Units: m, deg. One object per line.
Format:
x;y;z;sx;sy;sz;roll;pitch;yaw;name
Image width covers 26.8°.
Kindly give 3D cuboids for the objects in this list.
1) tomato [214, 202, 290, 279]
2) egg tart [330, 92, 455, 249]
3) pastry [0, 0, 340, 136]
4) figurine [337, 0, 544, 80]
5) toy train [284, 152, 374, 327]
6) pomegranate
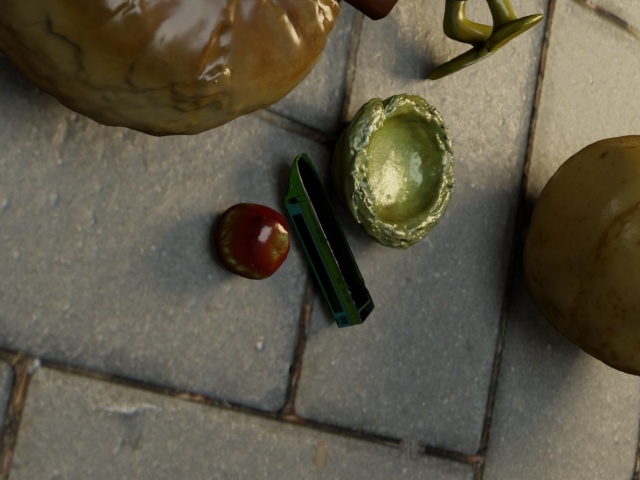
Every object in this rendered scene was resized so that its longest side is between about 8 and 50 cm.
-0.072;0.001;1.472;0.087;0.075;0.087;-2;94;-41;tomato
0.083;-0.082;1.603;0.197;0.078;0.197;0;91;-42;egg tart
-0.157;-0.300;1.293;0.409;0.245;0.410;-1;91;-33;pastry
0.084;-0.356;1.584;0.283;0.204;0.338;-23;90;-37;figurine
0.000;0.000;1.552;0.209;0.042;0.044;67;30;-15;toy train
0.441;0.012;1.729;0.342;0.342;0.343;2;87;-40;pomegranate
